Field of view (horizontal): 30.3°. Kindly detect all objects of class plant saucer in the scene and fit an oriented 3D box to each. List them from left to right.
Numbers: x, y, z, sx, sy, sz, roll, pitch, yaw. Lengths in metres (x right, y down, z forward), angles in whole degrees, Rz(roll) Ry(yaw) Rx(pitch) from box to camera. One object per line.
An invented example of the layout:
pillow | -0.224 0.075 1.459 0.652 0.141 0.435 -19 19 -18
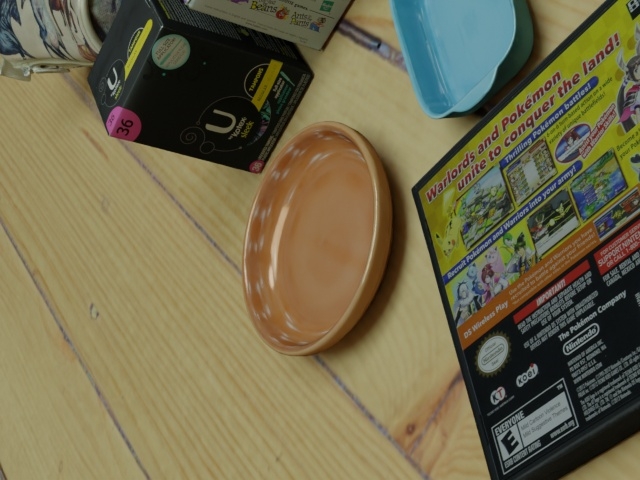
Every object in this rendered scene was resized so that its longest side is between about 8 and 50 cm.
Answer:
plant saucer | 0.000 0.000 0.996 0.200 0.037 0.200 -22 62 50

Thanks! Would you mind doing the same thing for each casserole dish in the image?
casserole dish | 0.108 -0.174 0.892 0.114 0.037 0.188 -44 47 40

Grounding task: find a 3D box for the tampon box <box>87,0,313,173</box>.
tampon box | -0.114 -0.152 1.100 0.120 0.161 0.101 -59 38 26

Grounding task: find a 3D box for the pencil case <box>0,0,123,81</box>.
pencil case | -0.264 -0.267 1.361 0.410 0.159 0.184 16 103 57

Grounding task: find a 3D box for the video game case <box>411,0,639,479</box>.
video game case | 0.175 -0.008 0.742 0.275 0.035 0.248 -45 46 41

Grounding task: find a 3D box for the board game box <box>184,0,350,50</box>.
board game box | -0.010 -0.330 1.019 0.275 0.144 0.142 -55 39 30
